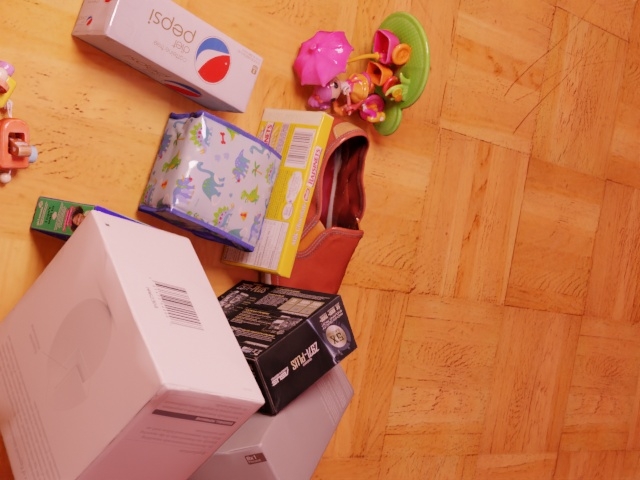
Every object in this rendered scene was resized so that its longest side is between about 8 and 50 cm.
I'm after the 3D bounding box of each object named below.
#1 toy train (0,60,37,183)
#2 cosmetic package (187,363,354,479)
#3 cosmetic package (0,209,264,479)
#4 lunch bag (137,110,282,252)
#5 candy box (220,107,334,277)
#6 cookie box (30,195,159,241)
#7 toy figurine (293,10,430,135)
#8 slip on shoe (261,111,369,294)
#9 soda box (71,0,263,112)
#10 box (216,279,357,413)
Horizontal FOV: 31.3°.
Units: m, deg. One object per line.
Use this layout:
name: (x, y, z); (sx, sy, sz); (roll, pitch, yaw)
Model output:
toy train: (-0.347, -0.122, 1.138); (0.166, 0.046, 0.125); (4, 94, -47)
cosmetic package: (-0.062, 0.223, 1.372); (0.107, 0.127, 0.238); (63, 31, -20)
cosmetic package: (-0.206, 0.135, 1.140); (0.225, 0.224, 0.138); (-45, 142, 22)
lunch bag: (-0.121, -0.068, 1.346); (0.151, 0.096, 0.129); (23, 80, -36)
candy box: (-0.054, -0.061, 1.409); (0.027, 0.105, 0.206); (21, 82, -46)
cookie box: (-0.242, -0.012, 1.222); (0.092, 0.107, 0.040); (24, 79, -46)
toy figurine: (0.037, -0.215, 1.495); (0.159, 0.130, 0.173); (-6, 126, -32)
slip on shoe: (0.000, 0.000, 1.480); (0.123, 0.101, 0.331); (3, 96, -48)
soda box: (-0.168, -0.218, 1.289); (0.216, 0.069, 0.074); (26, 79, -44)
box: (-0.074, 0.122, 1.366); (0.147, 0.180, 0.078); (-36, 118, -37)
